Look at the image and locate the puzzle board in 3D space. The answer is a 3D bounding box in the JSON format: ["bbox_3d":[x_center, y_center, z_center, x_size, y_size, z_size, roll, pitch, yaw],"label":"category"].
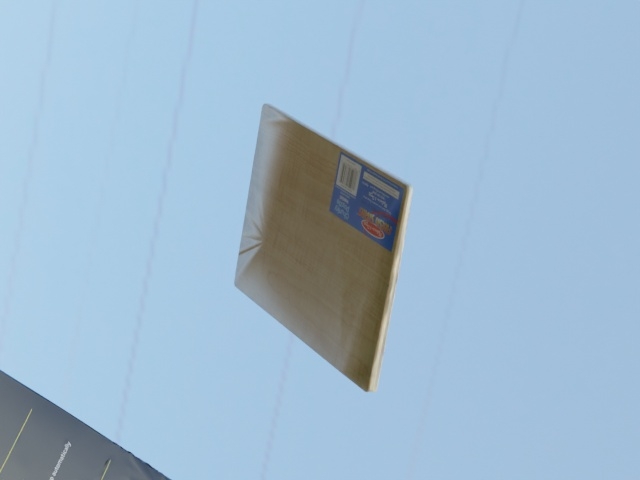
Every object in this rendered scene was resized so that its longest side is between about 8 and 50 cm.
[{"bbox_3d":[0.000,0.000,0.660,0.128,0.011,0.096,34,-61,52],"label":"puzzle board"}]

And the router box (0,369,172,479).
[{"bbox_3d":[-0.137,0.131,0.470,0.046,0.133,0.179,2,-122,48],"label":"router box"}]
